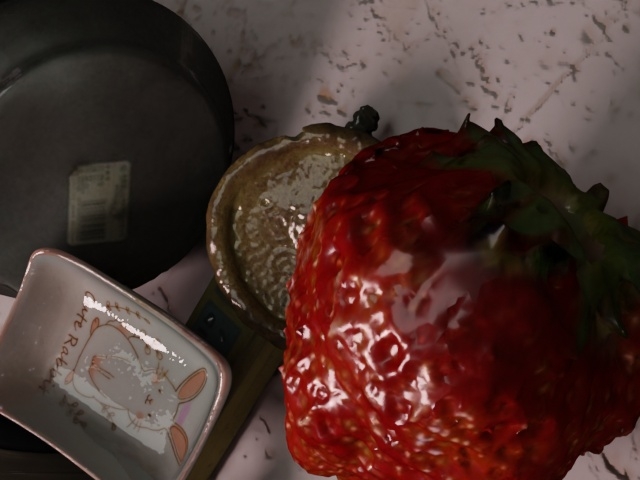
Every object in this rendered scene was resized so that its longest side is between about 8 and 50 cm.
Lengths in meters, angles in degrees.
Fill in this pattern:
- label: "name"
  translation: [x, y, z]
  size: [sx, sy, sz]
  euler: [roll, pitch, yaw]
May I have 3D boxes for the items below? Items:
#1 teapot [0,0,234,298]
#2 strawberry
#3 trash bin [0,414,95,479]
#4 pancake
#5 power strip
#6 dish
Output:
- label: "teapot"
  translation: [-0.273, -0.098, 1.155]
  size: [0.362, 0.305, 0.376]
  euler: [46, 136, 50]
- label: "strawberry"
  translation: [0.083, 0.065, 0.779]
  size: [0.277, 0.257, 0.257]
  euler: [-55, 47, 27]
- label: "trash bin"
  translation: [-0.283, 0.287, 1.053]
  size: [0.182, 0.209, 0.290]
  euler: [-13, 72, 44]
- label: "pancake"
  translation: [0.000, 0.000, 0.959]
  size: [0.199, 0.021, 0.199]
  euler: [1, 93, 13]
- label: "power strip"
  translation: [-0.056, 0.051, 1.027]
  size: [0.092, 0.066, 0.387]
  euler: [39, 102, 40]
- label: "dish"
  translation: [-0.171, 0.114, 0.994]
  size: [0.212, 0.077, 0.151]
  euler: [30, 99, 21]
